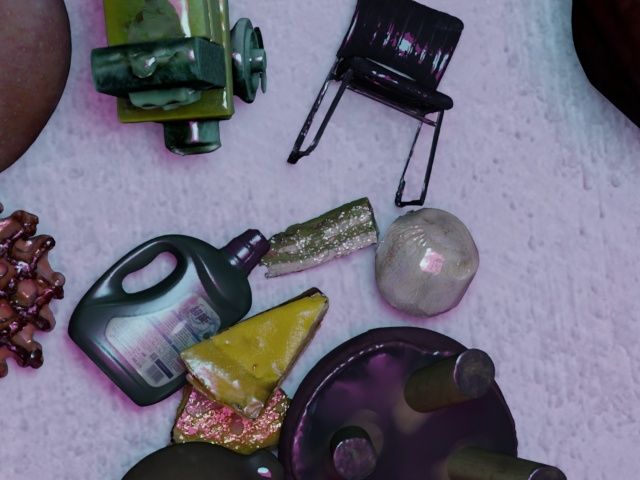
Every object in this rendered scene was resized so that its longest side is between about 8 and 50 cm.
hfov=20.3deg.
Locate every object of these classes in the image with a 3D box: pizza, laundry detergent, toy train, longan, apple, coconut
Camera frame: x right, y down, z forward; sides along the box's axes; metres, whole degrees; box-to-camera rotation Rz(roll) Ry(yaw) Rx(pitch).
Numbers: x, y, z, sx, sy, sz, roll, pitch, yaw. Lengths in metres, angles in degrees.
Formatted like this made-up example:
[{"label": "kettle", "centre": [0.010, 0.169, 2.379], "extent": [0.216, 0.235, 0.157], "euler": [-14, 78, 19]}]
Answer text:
[{"label": "pizza", "centre": [-0.092, 0.188, 1.917], "extent": [0.160, 0.036, 0.099], "euler": [-11, 92, -10]}, {"label": "laundry detergent", "centre": [-0.151, 0.059, 1.886], "extent": [0.222, 0.078, 0.144], "euler": [-45, 98, -6]}, {"label": "toy train", "centre": [-0.153, -0.285, 1.788], "extent": [0.160, 0.253, 0.397], "euler": [-3, 90, 8]}, {"label": "longan", "centre": [-0.122, 0.291, 1.849], "extent": [0.204, 0.159, 0.185], "euler": [-39, 115, -5]}, {"label": "apple", "centre": [-0.391, -0.194, 1.753], "extent": [0.305, 0.235, 0.306], "euler": [-1, 107, -5]}, {"label": "coconut", "centre": [0.109, 0.028, 1.919], "extent": [0.110, 0.124, 0.110], "euler": [16, 42, -16]}]

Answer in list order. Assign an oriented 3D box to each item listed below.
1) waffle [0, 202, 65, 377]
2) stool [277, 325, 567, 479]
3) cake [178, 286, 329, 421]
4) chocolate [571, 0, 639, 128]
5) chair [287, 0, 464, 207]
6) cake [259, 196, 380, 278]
[{"label": "waffle", "centre": [-0.380, 0.051, 1.839], "extent": [0.234, 0.055, 0.221], "euler": [-3, 111, -5]}, {"label": "stool", "centre": [0.105, 0.231, 1.860], "extent": [0.272, 0.178, 0.272], "euler": [-1, 93, -18]}, {"label": "cake", "centre": [-0.074, 0.111, 1.884], "extent": [0.116, 0.080, 0.185], "euler": [24, 56, 4]}, {"label": "chocolate", "centre": [0.429, -0.257, 1.875], "extent": [0.383, 0.384, 0.331], "euler": [40, 101, -7]}, {"label": "chair", "centre": [0.074, -0.162, 1.892], "extent": [0.140, 0.145, 0.221], "euler": [23, 85, -9]}, {"label": "cake", "centre": [0.000, 0.000, 1.926], "extent": [0.140, 0.055, 0.051], "euler": [-24, 100, -7]}]
